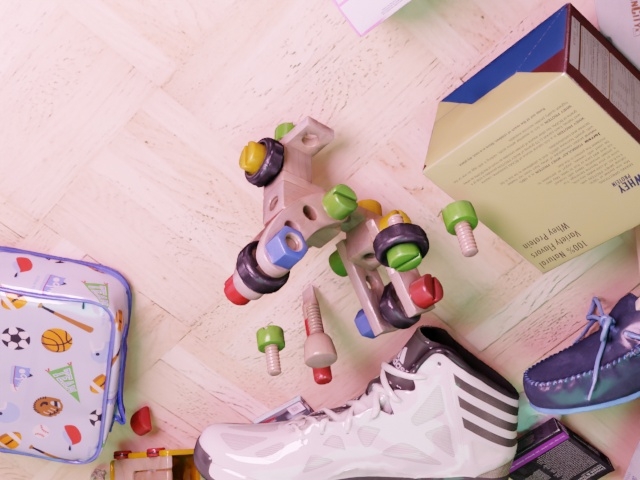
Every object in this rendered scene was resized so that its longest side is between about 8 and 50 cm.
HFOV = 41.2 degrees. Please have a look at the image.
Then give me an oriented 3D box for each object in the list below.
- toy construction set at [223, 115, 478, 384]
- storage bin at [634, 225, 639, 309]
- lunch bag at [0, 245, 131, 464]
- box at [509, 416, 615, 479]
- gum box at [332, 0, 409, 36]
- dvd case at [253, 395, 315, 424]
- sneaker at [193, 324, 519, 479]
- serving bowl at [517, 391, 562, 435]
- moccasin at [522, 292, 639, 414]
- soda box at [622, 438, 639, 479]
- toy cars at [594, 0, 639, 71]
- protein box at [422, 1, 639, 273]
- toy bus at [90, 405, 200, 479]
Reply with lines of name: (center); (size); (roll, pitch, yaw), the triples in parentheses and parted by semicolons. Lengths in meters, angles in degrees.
toy construction set: (0.000, 0.000, 1.021); (0.257, 0.237, 0.309); (0, 144, -15)
storage bin: (0.519, -0.020, 0.954); (0.260, 0.123, 0.262); (1, 154, 1)
lunch bag: (-0.375, 0.164, 1.150); (0.243, 0.115, 0.303); (10, 119, -8)
box: (0.347, 0.332, 1.270); (0.116, 0.029, 0.162); (-39, 124, 21)
gum box: (0.096, -0.302, 0.873); (0.188, 0.107, 0.062); (-33, 115, 18)
dvd case: (-0.030, 0.291, 1.276); (0.087, 0.013, 0.119); (-32, 116, 17)
sneaker: (0.057, 0.227, 1.174); (0.448, 0.169, 0.257); (5, 103, -5)
serving bowl: (0.314, 0.258, 1.245); (0.083, 0.027, 0.083); (0, 119, 1)
moccasin: (0.418, 0.116, 1.118); (0.342, 0.138, 0.116); (-23, 108, -4)
soda box: (0.509, 0.287, 1.203); (0.091, 0.098, 0.286); (29, 126, 32)
toy cars: (0.425, -0.218, 0.933); (0.394, 0.087, 0.176); (29, 132, -11)
protein box: (0.259, -0.105, 0.938); (0.201, 0.136, 0.200); (37, 135, -19)
toy bus: (-0.236, 0.358, 1.261); (0.104, 0.202, 0.191); (8, 118, -40)
